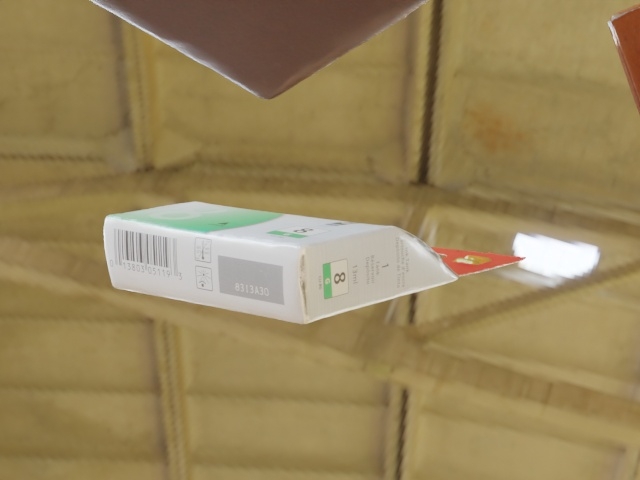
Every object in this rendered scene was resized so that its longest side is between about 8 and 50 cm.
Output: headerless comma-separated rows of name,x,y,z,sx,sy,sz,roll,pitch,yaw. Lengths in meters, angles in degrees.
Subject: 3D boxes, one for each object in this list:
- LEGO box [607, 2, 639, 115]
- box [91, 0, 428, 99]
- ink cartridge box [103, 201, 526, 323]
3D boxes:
LEGO box,0.373,0.054,0.887,0.193,0.372,0.500,-18,-85,28
box,-0.117,-0.232,0.576,0.381,0.191,0.143,28,-27,-26
ink cartridge box,0.000,0.000,1.031,0.181,0.225,0.056,8,-74,42
